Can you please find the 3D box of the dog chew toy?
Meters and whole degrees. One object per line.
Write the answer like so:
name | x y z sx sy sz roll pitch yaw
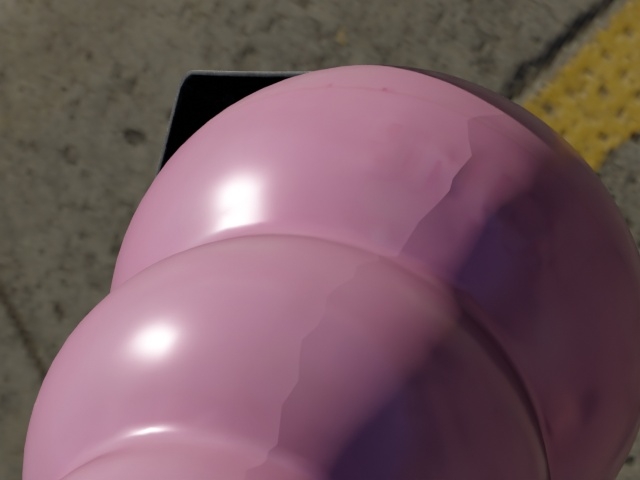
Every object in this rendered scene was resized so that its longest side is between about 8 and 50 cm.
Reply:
dog chew toy | -0.005 0.074 0.620 0.207 0.332 0.206 10 120 17

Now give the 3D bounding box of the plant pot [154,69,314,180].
plant pot | 0.000 0.000 1.226 0.188 0.167 0.187 7 81 50
